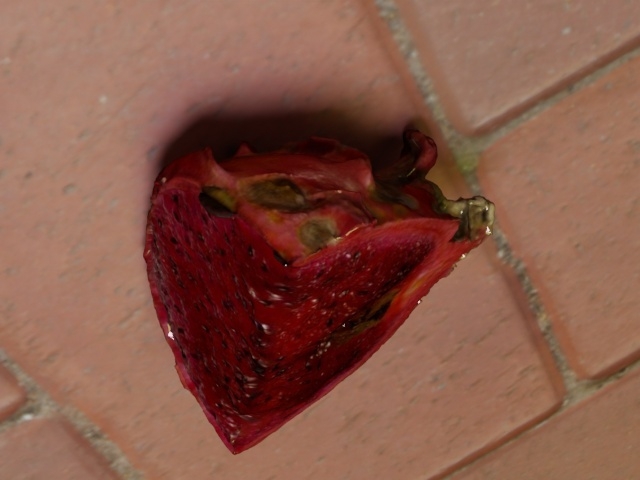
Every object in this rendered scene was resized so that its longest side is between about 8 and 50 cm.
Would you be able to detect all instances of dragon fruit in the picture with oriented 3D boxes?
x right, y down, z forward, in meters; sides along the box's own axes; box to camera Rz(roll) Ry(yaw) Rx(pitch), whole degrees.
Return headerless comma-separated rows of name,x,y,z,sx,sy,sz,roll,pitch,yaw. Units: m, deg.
dragon fruit,0.000,0.000,1.027,0.211,0.134,0.262,-21,155,-26
